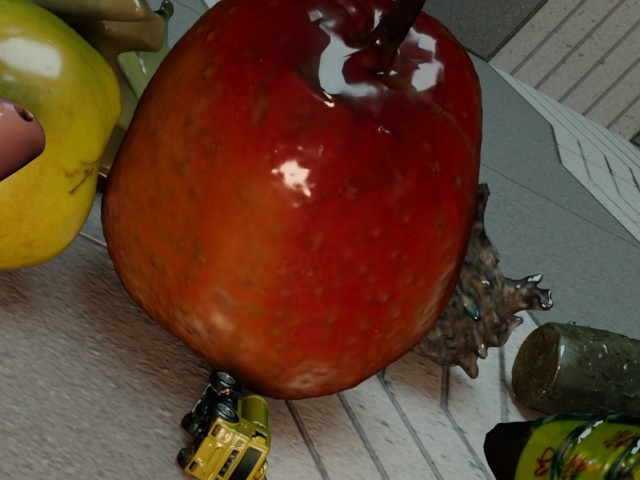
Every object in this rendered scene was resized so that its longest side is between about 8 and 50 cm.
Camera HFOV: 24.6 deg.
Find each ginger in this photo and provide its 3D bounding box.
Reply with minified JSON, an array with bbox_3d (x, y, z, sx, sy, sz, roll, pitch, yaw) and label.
[{"bbox_3d":[-0.220,-0.194,1.350,0.358,0.211,0.413,29,17,-16],"label":"ginger"}]

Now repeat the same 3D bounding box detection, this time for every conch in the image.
[{"bbox_3d":[0.066,0.003,1.353,0.313,0.186,0.240,23,-5,9],"label":"conch"}]

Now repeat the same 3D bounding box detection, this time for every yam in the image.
[{"bbox_3d":[0.268,0.135,1.445,0.183,0.107,0.107,17,22,-35],"label":"yam"}]

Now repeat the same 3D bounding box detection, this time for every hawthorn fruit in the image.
[{"bbox_3d":[0.002,-0.060,1.078,0.284,0.369,0.285,17,46,-18],"label":"hawthorn fruit"}]

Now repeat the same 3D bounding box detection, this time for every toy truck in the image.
[{"bbox_3d":[-0.061,0.130,0.976,0.054,0.049,0.083,29,16,-11],"label":"toy truck"}]

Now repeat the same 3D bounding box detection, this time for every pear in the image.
[{"bbox_3d":[-0.241,-0.080,1.025,0.200,0.200,0.200,28,17,-10],"label":"pear"}]

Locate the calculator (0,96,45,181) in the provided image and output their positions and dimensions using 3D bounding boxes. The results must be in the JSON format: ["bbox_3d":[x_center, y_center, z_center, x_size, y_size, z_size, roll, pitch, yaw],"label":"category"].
[{"bbox_3d":[-0.336,-0.068,0.834,0.329,0.048,0.220,-25,62,-33],"label":"calculator"}]

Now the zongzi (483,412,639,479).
[{"bbox_3d":[0.262,0.268,0.965,0.319,0.362,0.383,28,-21,-5],"label":"zongzi"}]
